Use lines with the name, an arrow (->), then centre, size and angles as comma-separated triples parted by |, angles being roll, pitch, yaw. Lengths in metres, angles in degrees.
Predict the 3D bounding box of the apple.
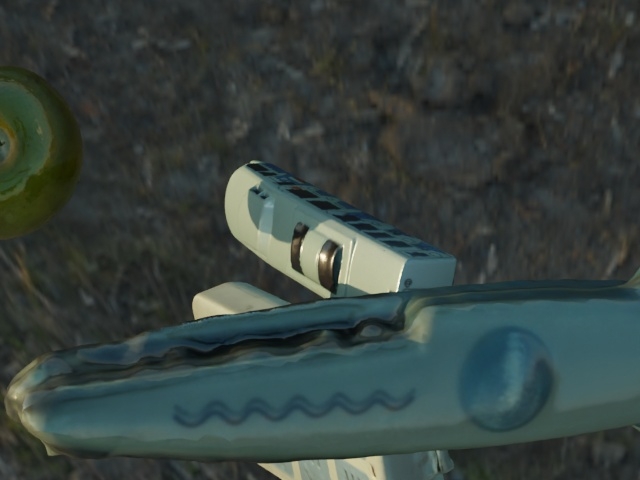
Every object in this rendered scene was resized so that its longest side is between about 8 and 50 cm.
apple -> -0.165, -0.045, 0.964 | 0.089, 0.074, 0.089 | 0, 85, -2

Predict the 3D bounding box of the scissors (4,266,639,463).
scissors -> 0.055, 0.036, 0.542 | 0.289, 0.041, 0.138 | -3, 107, -16

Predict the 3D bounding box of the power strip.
power strip -> -0.004, 0.074, 0.868 | 0.035, 0.081, 0.192 | -20, 21, -25

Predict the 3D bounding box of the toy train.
toy train -> 0.000, 0.000, 0.985 | 0.047, 0.043, 0.207 | 0, 16, -30
